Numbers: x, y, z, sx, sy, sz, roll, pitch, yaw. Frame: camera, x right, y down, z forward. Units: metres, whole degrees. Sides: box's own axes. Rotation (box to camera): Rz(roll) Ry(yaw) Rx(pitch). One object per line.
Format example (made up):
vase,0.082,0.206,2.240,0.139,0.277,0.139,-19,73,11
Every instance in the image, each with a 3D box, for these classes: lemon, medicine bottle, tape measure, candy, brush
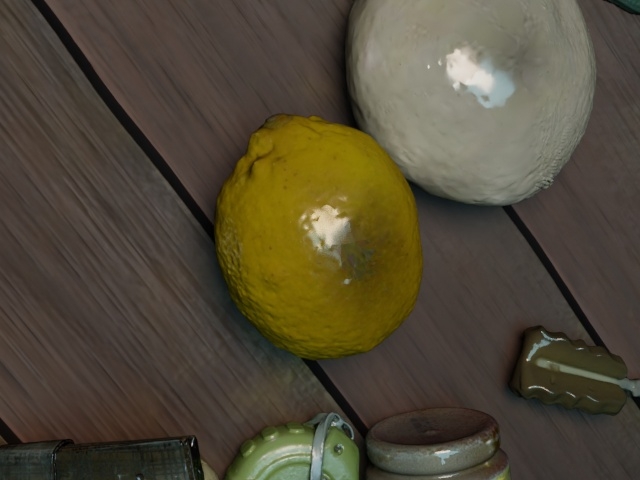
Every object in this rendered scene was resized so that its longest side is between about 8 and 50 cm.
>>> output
lemon,0.000,0.000,0.815,0.204,0.204,0.260,-25,112,-12
medicine bottle,0.135,0.350,0.884,0.151,0.151,0.323,-9,94,-13
tape measure,-0.024,0.267,0.877,0.154,0.087,0.178,-4,91,-9
candy,0.159,-0.178,0.851,0.295,0.185,0.296,0,90,-12
brush,0.357,0.170,0.980,0.301,0.071,0.084,16,85,-19

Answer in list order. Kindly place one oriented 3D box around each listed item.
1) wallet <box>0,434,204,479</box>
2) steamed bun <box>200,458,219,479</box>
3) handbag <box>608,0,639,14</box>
wallet,-0.256,0.269,0.784,0.316,0.044,0.169,-6,97,11
steamed bun,-0.161,0.263,0.840,0.129,0.091,0.113,18,87,-14
handbag,0.310,-0.421,0.931,0.326,0.089,0.239,24,85,-14
